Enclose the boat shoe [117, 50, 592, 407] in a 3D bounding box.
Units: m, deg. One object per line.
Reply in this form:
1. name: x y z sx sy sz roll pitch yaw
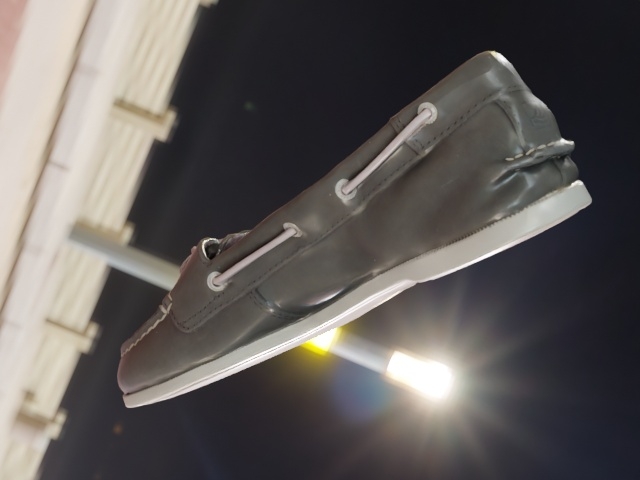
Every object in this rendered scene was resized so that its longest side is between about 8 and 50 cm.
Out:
1. boat shoe: 0.000 0.000 1.014 0.335 0.095 0.112 -27 176 37
